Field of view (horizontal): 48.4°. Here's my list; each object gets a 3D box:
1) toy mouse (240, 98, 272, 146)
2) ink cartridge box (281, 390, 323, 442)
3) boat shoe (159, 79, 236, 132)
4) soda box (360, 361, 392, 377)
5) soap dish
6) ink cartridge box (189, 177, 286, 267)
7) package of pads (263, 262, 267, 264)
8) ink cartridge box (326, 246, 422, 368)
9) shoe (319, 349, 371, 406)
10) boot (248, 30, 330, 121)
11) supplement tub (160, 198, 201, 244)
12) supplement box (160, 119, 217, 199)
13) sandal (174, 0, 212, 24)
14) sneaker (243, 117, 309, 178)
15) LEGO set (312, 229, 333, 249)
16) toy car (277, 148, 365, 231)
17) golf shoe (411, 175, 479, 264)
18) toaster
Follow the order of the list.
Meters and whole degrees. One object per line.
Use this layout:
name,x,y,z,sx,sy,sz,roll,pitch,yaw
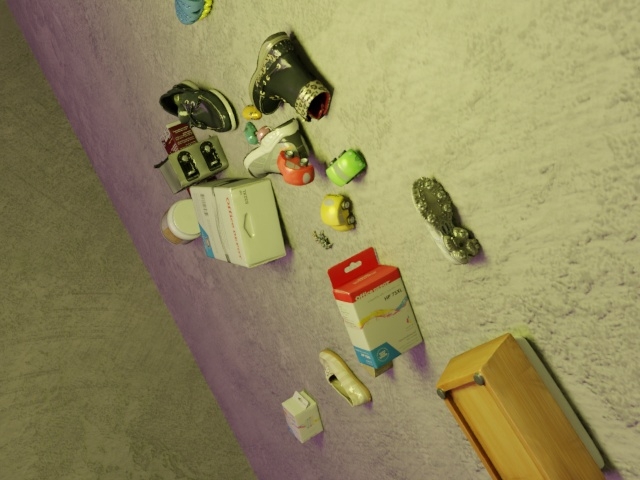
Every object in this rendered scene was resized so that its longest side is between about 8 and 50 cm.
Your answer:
toy mouse,-0.165,-0.273,1.824,0.161,0.031,0.143,35,143,46
ink cartridge box,-0.063,0.587,2.401,0.092,0.090,0.143,29,139,52
boat shoe,-0.358,-0.369,2.011,0.340,0.113,0.127,38,145,43
soda box,0.129,0.241,1.721,0.061,0.058,0.181,37,144,45
soap dish,0.350,0.330,1.301,0.291,0.118,0.229,58,155,9
ink cartridge box,-0.239,-0.059,2.032,0.307,0.129,0.223,10,114,59
package of pads,-0.157,0.040,2.118,0.050,0.032,0.083,66,155,5
ink cartridge box,0.118,0.144,1.554,0.078,0.134,0.231,7,121,62
shoe,0.055,0.387,2.009,0.219,0.058,0.076,41,147,40
boot,-0.069,-0.309,1.539,0.178,0.085,0.236,53,153,17
supplement tub,-0.477,-0.066,2.510,0.144,0.144,0.200,64,155,-2
supplement box,-0.426,-0.259,2.305,0.239,0.073,0.130,62,155,1
sandal,-0.331,-0.636,1.673,0.126,0.138,0.317,51,155,20
sneaker,-0.107,-0.193,1.714,0.108,0.100,0.271,58,155,-1
LEGO set,0.000,0.002,1.780,0.083,0.023,0.054,-6,109,64
toy car,0.016,-0.127,1.537,0.239,0.053,0.225,47,147,-5
golf shoe,0.209,-0.029,1.292,0.176,0.069,0.086,61,161,7
toaster,-0.389,-0.226,2.148,0.110,0.168,0.186,65,155,-5
